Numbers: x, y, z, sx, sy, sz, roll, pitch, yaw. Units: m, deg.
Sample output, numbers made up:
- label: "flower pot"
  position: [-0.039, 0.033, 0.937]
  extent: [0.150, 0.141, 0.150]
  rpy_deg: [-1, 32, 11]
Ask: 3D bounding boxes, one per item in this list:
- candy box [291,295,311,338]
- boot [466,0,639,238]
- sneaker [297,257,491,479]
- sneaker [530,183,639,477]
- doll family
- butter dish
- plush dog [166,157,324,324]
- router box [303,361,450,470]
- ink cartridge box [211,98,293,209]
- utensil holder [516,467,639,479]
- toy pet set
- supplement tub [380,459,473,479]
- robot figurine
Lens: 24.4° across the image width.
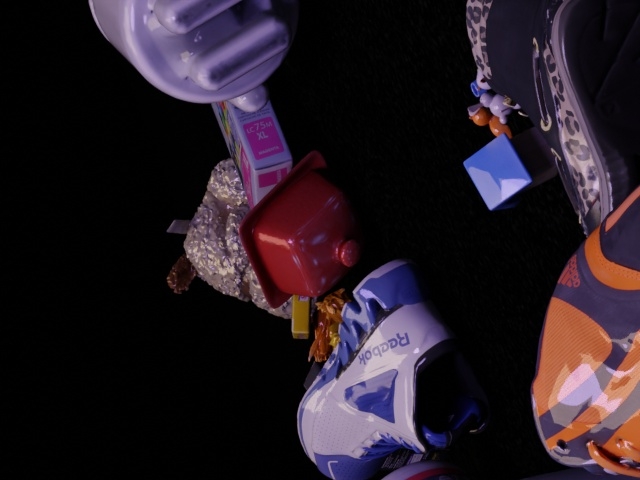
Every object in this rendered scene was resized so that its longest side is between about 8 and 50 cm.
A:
- label: "candy box"
  position: [-0.021, 0.024, 1.946]
  extent: [0.105, 0.027, 0.206]
  rpy_deg: [109, 164, -82]
- label: "boot"
  position: [0.171, -0.064, 0.915]
  extent: [0.178, 0.085, 0.236]
  rpy_deg: [-127, 14, -65]
- label: "sneaker"
  position: [0.086, 0.193, 1.669]
  extent: [0.182, 0.127, 0.315]
  rpy_deg: [51, 141, 34]
- label: "sneaker"
  position: [0.226, 0.121, 0.775]
  extent: [0.180, 0.125, 0.321]
  rpy_deg: [-40, 61, 46]
- label: "doll family"
  position: [0.053, 0.137, 1.866]
  extent: [0.163, 0.118, 0.263]
  rpy_deg: [62, 168, 1]
- label: "butter dish"
  position: [0.000, 0.000, 1.813]
  extent: [0.118, 0.160, 0.160]
  rpy_deg: [23, 147, 37]
- label: "plush dog"
  position: [-0.091, 0.034, 2.252]
  extent: [0.225, 0.210, 0.262]
  rpy_deg: [27, 152, 29]
- label: "router box"
  position: [0.074, 0.236, 1.981]
  extent: [0.179, 0.133, 0.046]
  rpy_deg: [53, 127, 46]
- label: "ink cartridge box"
  position: [-0.108, -0.185, 1.965]
  extent: [0.186, 0.065, 0.311]
  rpy_deg: [90, 163, -65]
- label: "utensil holder"
  position: [0.126, 0.340, 1.089]
  extent: [0.327, 0.385, 0.327]
  rpy_deg: [167, 90, -78]
- label: "toy pet set"
  position: [0.127, -0.082, 1.115]
  extent: [0.114, 0.065, 0.122]
  rpy_deg: [62, 170, 13]
- label: "supplement tub"
  position: [0.165, 0.394, 1.675]
  extent: [0.272, 0.191, 0.191]
  rpy_deg: [41, 156, 47]
- label: "robot figurine"
  position: [-0.148, -0.274, 1.662]
  extent: [0.300, 0.200, 0.353]
  rpy_deg: [65, 170, -28]
